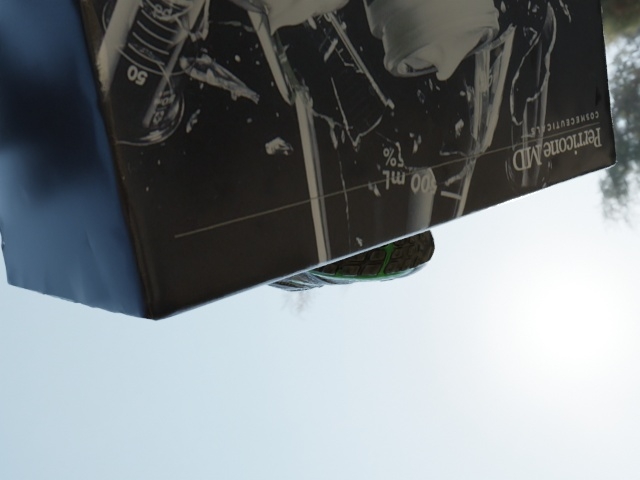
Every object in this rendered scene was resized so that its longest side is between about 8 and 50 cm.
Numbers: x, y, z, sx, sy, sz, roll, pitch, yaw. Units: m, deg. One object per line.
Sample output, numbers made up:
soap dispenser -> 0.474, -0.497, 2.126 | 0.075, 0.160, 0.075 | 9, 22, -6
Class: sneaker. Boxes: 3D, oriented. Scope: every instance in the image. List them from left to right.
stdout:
sneaker -> 0.000, 0.000, 1.047 | 0.146, 0.343, 0.134 | 36, -115, -47

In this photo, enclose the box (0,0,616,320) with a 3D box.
box -> -0.014, -0.159, 0.445 | 0.343, 0.179, 0.312 | -18, -76, -37
